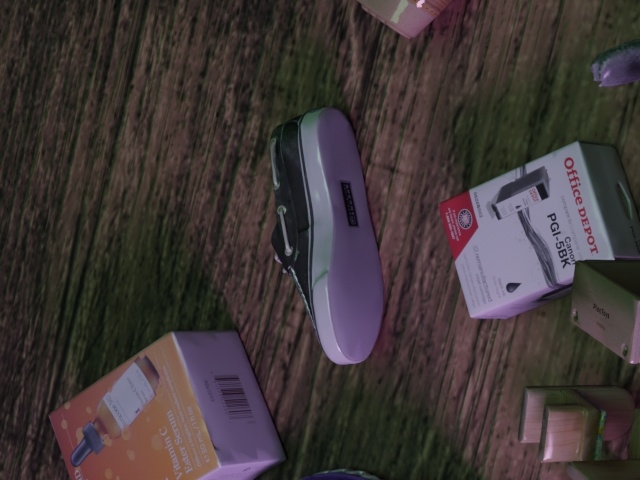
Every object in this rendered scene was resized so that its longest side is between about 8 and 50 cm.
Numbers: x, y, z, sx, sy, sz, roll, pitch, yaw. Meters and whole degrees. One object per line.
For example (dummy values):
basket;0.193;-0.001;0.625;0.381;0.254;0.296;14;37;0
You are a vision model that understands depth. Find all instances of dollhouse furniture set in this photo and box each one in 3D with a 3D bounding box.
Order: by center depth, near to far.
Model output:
dollhouse furniture set;0.253;0.142;1.196;0.212;0.161;0.242;-137;50;-67

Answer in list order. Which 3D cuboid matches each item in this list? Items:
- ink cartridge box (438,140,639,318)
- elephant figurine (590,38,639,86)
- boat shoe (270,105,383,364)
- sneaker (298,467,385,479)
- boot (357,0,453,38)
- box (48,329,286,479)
ink cartridge box;0.169;-0.007;1.333;0.135;0.056;0.099;-26;72;35
elephant figurine;0.334;-0.059;1.160;0.186;0.169;0.239;-23;90;64
boat shoe;0.000;0.000;1.455;0.070;0.078;0.219;-17;70;35
sneaker;0.029;0.237;1.402;0.236;0.105;0.095;-3;88;38
boot;0.058;-0.299;1.430;0.248;0.090;0.207;39;99;33
box;-0.137;0.172;1.539;0.170;0.091;0.130;-35;69;31
